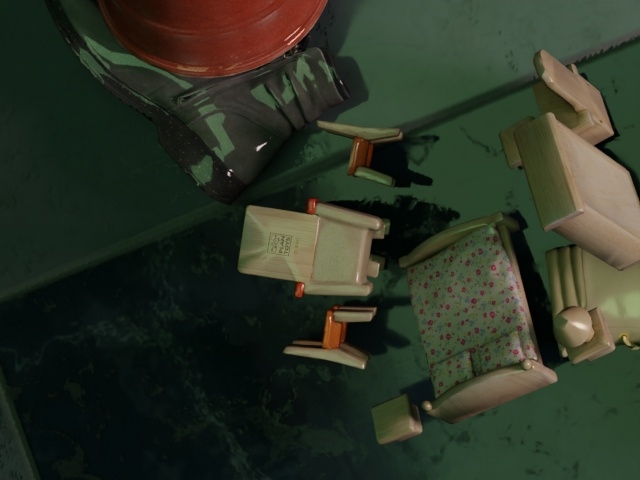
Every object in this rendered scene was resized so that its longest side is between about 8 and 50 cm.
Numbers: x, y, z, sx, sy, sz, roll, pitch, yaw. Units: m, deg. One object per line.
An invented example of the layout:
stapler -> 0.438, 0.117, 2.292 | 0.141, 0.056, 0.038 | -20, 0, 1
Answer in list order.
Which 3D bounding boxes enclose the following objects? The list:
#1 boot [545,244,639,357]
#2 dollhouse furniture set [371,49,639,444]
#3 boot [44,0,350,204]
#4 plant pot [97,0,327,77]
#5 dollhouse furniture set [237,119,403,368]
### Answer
boot -> 0.358, 0.109, 1.628 | 0.203, 0.095, 0.262 | -16, 82, 14
dollhouse furniture set -> 0.145, 0.005, 1.615 | 0.355, 0.174, 0.303 | -28, 57, 27
boot -> -0.139, -0.226, 1.761 | 0.223, 0.118, 0.338 | -45, 88, 5
plant pot -> -0.129, -0.356, 1.610 | 0.272, 0.265, 0.272 | -2, 65, 3
dollhouse furniture set -> 0.000, 0.000, 1.641 | 0.135, 0.259, 0.262 | 9, 93, 5
